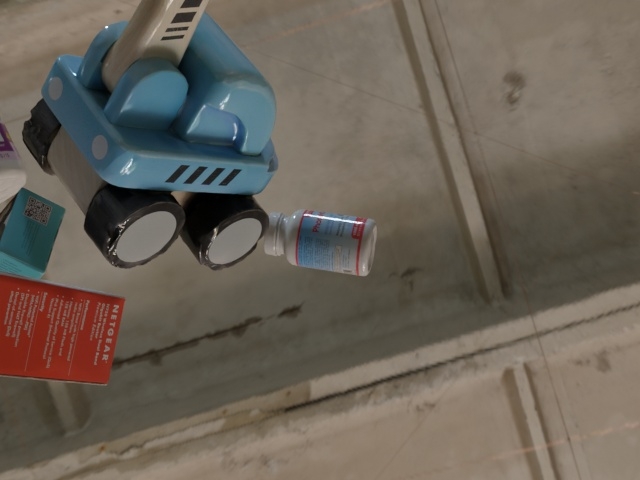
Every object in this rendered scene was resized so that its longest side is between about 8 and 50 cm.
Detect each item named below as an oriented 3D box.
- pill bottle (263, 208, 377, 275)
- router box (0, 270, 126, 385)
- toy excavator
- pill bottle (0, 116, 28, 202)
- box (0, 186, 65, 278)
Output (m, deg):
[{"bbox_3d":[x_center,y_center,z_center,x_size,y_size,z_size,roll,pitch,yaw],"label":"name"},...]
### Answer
[{"bbox_3d":[0.000,0.000,1.447,0.160,0.087,0.087,8,-83,10],"label":"pill bottle"},{"bbox_3d":[-0.393,0.044,0.820,0.335,0.301,0.082,7,-97,36],"label":"router box"},{"bbox_3d":[-0.175,-0.201,1.065,0.222,0.433,0.445,49,-62,29],"label":"toy excavator"},{"bbox_3d":[-0.596,-0.196,1.504,0.169,0.169,0.301,-28,-94,10],"label":"pill bottle"},{"bbox_3d":[-0.403,0.042,1.175,0.060,0.100,0.244,30,-45,-26],"label":"box"}]
